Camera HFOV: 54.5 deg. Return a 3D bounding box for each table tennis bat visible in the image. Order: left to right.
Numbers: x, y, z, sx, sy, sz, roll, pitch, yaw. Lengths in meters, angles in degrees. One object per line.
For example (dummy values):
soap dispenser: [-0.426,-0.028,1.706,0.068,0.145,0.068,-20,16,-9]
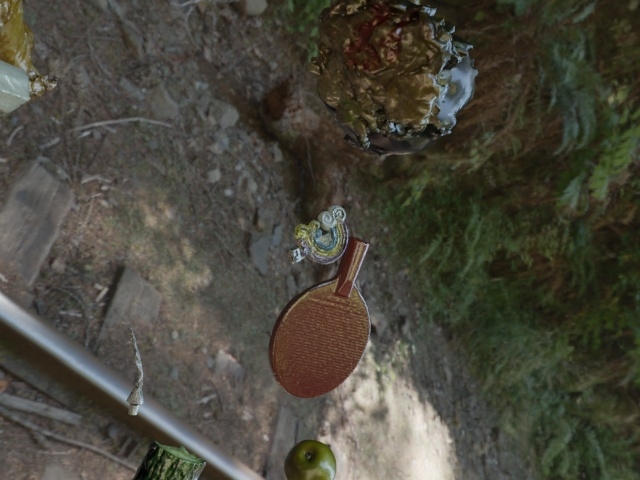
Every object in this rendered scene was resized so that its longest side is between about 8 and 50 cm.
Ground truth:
table tennis bat: [0.022,0.190,1.501,0.268,0.051,0.415,17,96,-31]

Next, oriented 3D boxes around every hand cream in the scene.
hand cream: [-0.545,0.382,1.825,0.050,0.084,0.257,-1,85,-18]

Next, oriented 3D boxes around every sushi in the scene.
sushi: [0.092,-0.236,0.863,0.218,0.238,0.225,-6,105,-73]

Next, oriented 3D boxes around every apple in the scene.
apple: [-0.018,0.375,1.036,0.090,0.089,0.075,-70,158,-47]

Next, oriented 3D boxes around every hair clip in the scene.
hair clip: [0.000,0.000,1.421,0.172,0.049,0.116,-28,105,-16]

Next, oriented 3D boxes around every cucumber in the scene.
cucumber: [-0.165,0.265,0.537,0.058,0.058,0.187,37,79,-53]

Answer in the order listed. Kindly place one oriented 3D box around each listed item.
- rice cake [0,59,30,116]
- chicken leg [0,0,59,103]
rice cake: [-0.345,-0.155,0.530,0.052,0.057,0.256,56,9,8]
chicken leg: [-0.575,-0.370,0.983,0.409,0.294,0.182,82,4,-62]
